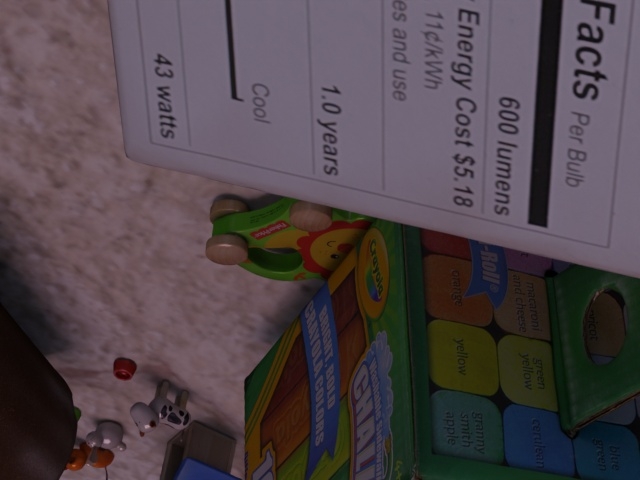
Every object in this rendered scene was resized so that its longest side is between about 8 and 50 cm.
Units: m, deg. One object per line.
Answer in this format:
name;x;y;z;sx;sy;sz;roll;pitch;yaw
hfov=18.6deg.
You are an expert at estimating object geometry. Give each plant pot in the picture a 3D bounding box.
plant pot;-0.239;0.089;1.170;0.167;0.167;0.165;-7;146;21

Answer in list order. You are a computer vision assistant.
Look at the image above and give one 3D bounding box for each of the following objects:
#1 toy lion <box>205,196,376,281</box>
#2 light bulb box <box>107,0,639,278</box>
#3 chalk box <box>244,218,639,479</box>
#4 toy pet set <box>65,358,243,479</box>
toy lion;0.000;0.000;1.100;0.100;0.034;0.096;-21;140;34
light bulb box;0.129;-0.181;0.592;0.361;0.225;0.358;13;135;15
chalk box;0.090;0.099;1.064;0.179;0.180;0.289;13;143;-19
toy pet set;-0.118;0.149;1.282;0.114;0.065;0.122;27;139;-20
